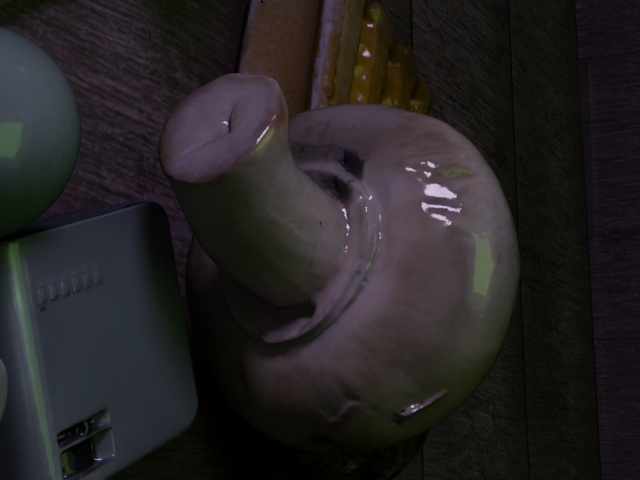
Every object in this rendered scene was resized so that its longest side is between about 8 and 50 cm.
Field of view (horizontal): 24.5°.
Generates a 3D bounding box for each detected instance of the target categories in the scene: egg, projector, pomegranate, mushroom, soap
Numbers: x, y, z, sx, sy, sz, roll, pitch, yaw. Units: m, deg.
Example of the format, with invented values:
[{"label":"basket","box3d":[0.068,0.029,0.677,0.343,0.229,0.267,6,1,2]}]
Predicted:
[{"label":"egg","box3d":[-0.243,-0.076,1.028,0.192,0.149,0.149,-110,-176,-69]},{"label":"projector","box3d":[-0.203,0.084,1.151,0.250,0.108,0.198,-24,106,-67]},{"label":"pomegranate","box3d":[0.016,0.193,1.499,0.222,0.204,0.277,-2,89,-80]},{"label":"mushroom","box3d":[0.014,-0.001,1.288,0.315,0.315,0.356,-45,120,-60]},{"label":"soap","box3d":[0.015,-0.087,1.625,0.293,0.156,0.335,45,45,-51]}]

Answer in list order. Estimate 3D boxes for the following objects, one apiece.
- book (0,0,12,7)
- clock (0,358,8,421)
[{"label":"book","box3d":[-0.233,-0.282,1.048,0.300,0.039,0.428,-64,173,31]},{"label":"clock","box3d":[-0.328,0.045,0.872,0.265,0.108,0.324,-58,136,-53]}]
